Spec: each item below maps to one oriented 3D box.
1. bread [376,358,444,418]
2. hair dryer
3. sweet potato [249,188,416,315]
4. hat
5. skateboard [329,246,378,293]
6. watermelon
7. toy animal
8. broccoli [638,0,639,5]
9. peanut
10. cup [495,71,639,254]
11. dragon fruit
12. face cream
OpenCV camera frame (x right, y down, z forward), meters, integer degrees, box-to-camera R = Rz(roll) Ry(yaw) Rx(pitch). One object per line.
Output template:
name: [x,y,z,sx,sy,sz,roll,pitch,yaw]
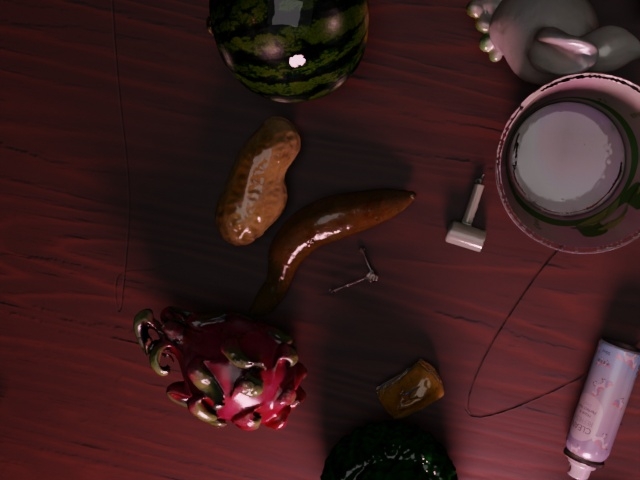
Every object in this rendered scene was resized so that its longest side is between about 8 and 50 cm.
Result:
bread: [0.151,0.250,1.763,0.106,0.053,0.072,-33,87,15]
hair dryer: [0.251,-0.048,1.732,0.063,0.038,0.124,18,91,4]
sweet potato: [-0.007,-0.003,1.747,0.346,0.079,0.108,-38,102,13]
hat: [0.109,0.444,1.647,0.242,0.332,0.274,-25,95,12]
skateboard: [0.048,0.055,1.771,0.083,0.032,0.064,-25,82,7]
watermelon: [-0.048,-0.345,1.635,0.269,0.269,0.269,1,96,8]
toy animal: [0.355,-0.360,1.587,0.182,0.247,0.310,17,75,-22]
broccoli: [0.655,-0.413,1.565,0.361,0.221,0.252,-38,83,20]
peanut: [-0.100,-0.095,1.743,0.108,0.095,0.226,21,95,-11]
cup: [0.378,-0.118,1.582,0.253,0.274,0.253,1,96,5]
dragon fruit: [-0.158,0.203,1.733,0.272,0.198,0.218,21,54,26]
face cream: [0.451,0.275,1.713,0.075,0.075,0.229,17,97,6]
